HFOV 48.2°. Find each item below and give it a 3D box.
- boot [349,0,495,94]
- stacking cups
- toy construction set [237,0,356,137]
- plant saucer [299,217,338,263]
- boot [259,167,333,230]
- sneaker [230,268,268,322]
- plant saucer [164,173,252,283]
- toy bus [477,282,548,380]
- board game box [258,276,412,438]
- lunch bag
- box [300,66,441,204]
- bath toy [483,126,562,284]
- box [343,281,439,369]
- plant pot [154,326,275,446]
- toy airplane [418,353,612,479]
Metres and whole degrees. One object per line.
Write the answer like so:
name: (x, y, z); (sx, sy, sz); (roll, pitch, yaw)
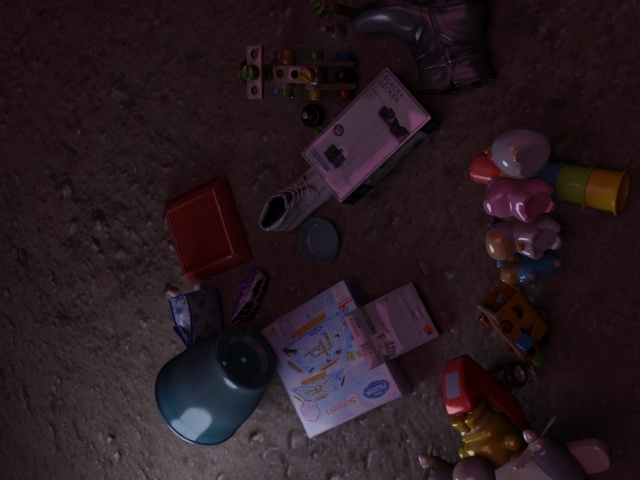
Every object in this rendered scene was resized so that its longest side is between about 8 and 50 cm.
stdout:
boot: (0.216, -0.432, 1.603); (0.338, 0.118, 0.223); (2, 102, 37)
stacking cups: (0.470, -0.121, 1.495); (0.316, 0.096, 0.096); (13, 103, 35)
toy construction set: (-0.054, -0.431, 1.699); (0.257, 0.237, 0.309); (37, 114, 24)
plant saucer: (0.000, 0.000, 1.848); (0.119, 0.021, 0.119); (5, 99, 33)
boot: (-0.050, -0.113, 1.805); (0.095, 0.123, 0.258); (49, 118, 18)
sneaker: (-0.203, 0.154, 1.986); (0.071, 0.068, 0.170); (41, 108, 39)
plant saucer: (-0.338, -0.027, 2.049); (0.258, 0.047, 0.259); (-21, 85, 33)
toy bus: (0.435, 0.184, 1.536); (0.104, 0.202, 0.191); (-42, 63, -2)
board game box: (0.029, 0.304, 1.841); (0.318, 0.066, 0.318); (-33, 78, 31)
lunch bag: (-0.349, 0.219, 2.038); (0.096, 0.128, 0.151); (-17, 89, 38)
box: (0.115, -0.240, 1.672); (0.290, 0.087, 0.169); (-42, 73, 18)
bath toy: (0.394, -0.076, 1.445); (0.129, 0.151, 0.348); (-121, 13, -56)
box: (0.169, 0.204, 1.710); (0.186, 0.038, 0.145); (-28, 80, 7)
plant pot: (-0.260, 0.367, 1.895); (0.255, 0.271, 0.272); (-44, 73, 37)
toy airplane: (0.385, 0.476, 1.506); (0.384, 0.272, 0.386); (29, 126, 37)
